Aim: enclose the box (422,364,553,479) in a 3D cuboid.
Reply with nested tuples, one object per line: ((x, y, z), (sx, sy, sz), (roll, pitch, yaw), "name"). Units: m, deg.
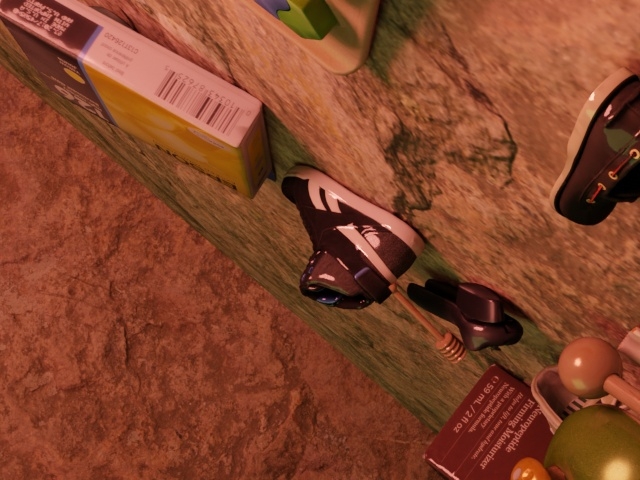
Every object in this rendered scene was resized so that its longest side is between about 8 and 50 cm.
((0.282, 0.311, 1.254), (0.203, 0.168, 0.167), (33, 169, 32), "box")

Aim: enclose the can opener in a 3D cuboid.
((0.156, 0.073, 0.996), (0.059, 0.073, 0.186), (1, -171, -21), "can opener")

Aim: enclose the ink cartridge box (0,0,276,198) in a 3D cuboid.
((-0.202, -0.157, 1.082), (0.304, 0.072, 0.307), (28, 167, 6), "ink cartridge box")

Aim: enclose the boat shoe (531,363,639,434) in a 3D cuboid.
((0.284, 0.190, 0.863), (0.094, 0.109, 0.302), (45, 172, -10), "boat shoe")

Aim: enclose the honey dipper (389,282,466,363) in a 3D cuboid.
((0.145, 0.113, 1.285), (0.161, 0.030, 0.030), (45, 170, -16), "honey dipper")

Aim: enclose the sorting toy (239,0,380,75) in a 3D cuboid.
((-0.047, -0.185, 0.539), (0.193, 0.038, 0.208), (39, 171, 3), "sorting toy")

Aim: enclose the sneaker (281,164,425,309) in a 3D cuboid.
((0.000, 0.000, 0.999), (0.217, 0.121, 0.079), (30, 167, 44), "sneaker")

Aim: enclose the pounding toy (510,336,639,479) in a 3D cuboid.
((0.220, 0.219, 0.763), (0.183, 0.110, 0.237), (-126, 30, -52), "pounding toy")

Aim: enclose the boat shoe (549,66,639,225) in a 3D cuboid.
((0.149, -0.035, 0.462), (0.042, 0.049, 0.133), (44, 169, 20), "boat shoe")

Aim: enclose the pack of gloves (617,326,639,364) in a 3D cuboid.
((0.323, 0.143, 0.662), (0.232, 0.046, 0.195), (37, 170, 16), "pack of gloves")

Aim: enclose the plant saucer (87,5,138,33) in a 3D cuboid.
((-0.236, -0.240, 1.081), (0.119, 0.021, 0.119), (38, 170, 8), "plant saucer")
